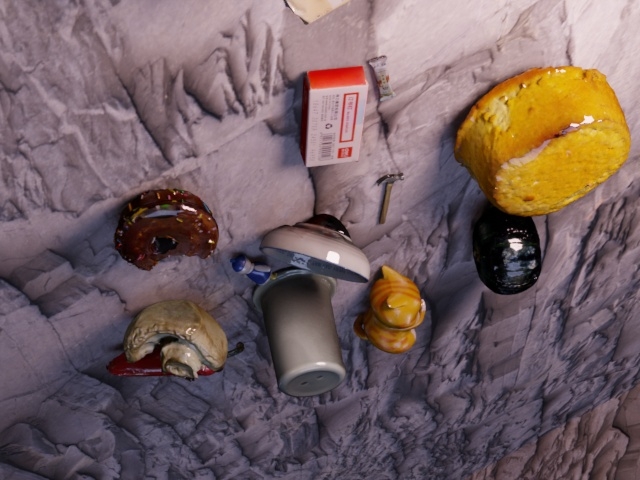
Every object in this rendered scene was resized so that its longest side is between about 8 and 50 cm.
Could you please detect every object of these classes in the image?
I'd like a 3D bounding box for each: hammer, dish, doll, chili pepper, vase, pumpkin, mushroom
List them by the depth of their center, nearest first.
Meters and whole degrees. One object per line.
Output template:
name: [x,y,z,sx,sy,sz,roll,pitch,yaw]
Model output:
dish: [0.000,0.000,1.761,0.273,0.134,0.273,15,171,2]
hammer: [0.157,-0.097,1.780,0.062,0.017,0.182,-6,144,-10]
doll: [-0.174,0.074,1.867,0.098,0.058,0.143,-17,148,41]
pumpkin: [0.470,0.023,1.869,0.163,0.233,0.233,-7,145,8]
mushroom: [-0.365,0.237,1.924,0.267,0.190,0.164,17,125,-1]
vase: [-0.039,0.250,1.951,0.245,0.291,0.245,-11,145,-8]
doll: [0.204,0.203,2.079,0.162,0.167,0.270,-4,140,-16]
chili pepper: [-0.410,0.337,2.101,0.387,0.110,0.110,0,142,-16]

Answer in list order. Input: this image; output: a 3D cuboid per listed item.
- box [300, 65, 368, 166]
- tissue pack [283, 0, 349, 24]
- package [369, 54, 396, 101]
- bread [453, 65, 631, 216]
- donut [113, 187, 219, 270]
box: [0.025,-0.249,1.506,0.122,0.050,0.229,-9,143,-10]
tissue pack: [0.026,-0.455,1.119,0.222,0.186,0.090,-24,155,13]
package: [0.125,-0.322,1.470,0.037,0.015,0.110,-13,143,9]
bread: [0.477,-0.203,1.589,0.358,0.204,0.337,-29,136,23]
donut: [-0.347,-0.030,1.639,0.230,0.096,0.216,-19,141,7]
